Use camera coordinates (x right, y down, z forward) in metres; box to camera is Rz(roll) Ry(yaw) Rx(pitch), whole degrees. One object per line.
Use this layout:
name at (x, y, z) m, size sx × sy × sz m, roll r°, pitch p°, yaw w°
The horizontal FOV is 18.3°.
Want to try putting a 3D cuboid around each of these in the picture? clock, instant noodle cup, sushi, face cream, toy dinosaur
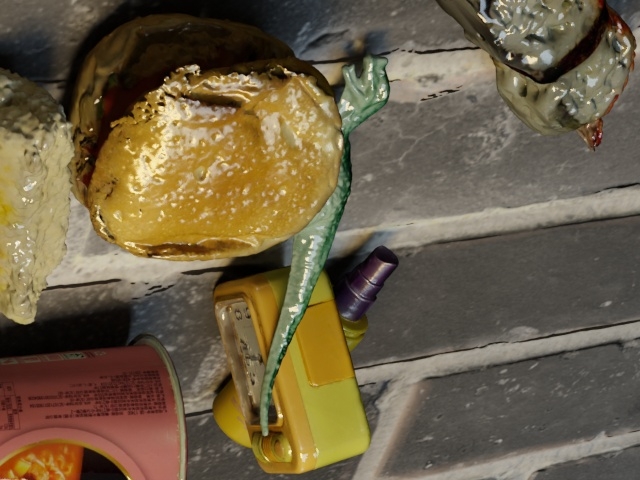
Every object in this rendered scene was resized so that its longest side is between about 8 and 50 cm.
clock at (-0.031, 0.129, 2.004) m, size 0.096 × 0.202 × 0.143 m, roll -14°, pitch 179°, yaw -20°
instant noodle cup at (-0.284, 0.205, 1.939) m, size 0.255 × 0.244 × 0.244 m, roll 2°, pitch 136°, yaw -25°
sushi at (0.199, -0.200, 1.844) m, size 0.130 × 0.124 × 0.332 m, roll -45°, pitch 143°, yaw 3°
face cream at (-0.010, 0.108, 2.121) m, size 0.078 × 0.078 × 0.273 m, roll 12°, pitch 128°, yaw -44°
toy dinosaur at (-0.047, -0.012, 1.880) m, size 0.129 × 0.076 × 0.383 m, roll 18°, pitch 107°, yaw -11°

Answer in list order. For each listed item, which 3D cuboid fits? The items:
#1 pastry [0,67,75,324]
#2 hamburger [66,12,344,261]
pastry at (-0.266, -0.040, 1.708) m, size 0.089 × 0.121 × 0.258 m, roll -31°, pitch 147°, yaw -26°
hamburger at (-0.109, -0.092, 1.727) m, size 0.244 × 0.163 × 0.244 m, roll -14°, pitch 134°, yaw -15°
